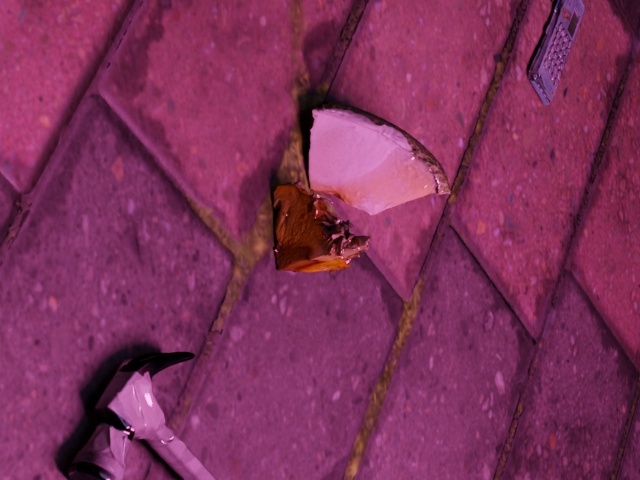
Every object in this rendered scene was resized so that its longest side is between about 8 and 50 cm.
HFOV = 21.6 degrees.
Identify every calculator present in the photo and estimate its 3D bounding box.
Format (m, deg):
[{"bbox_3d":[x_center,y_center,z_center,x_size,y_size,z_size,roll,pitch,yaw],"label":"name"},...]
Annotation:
[{"bbox_3d":[0.290,-0.245,2.053,0.057,0.018,0.172,55,45,-37],"label":"calculator"}]

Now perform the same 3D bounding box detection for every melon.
[{"bbox_3d":[0.072,-0.067,1.668,0.202,0.139,0.093,19,95,-54],"label":"melon"}]

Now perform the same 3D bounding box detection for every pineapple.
[{"bbox_3d":[0.000,0.000,1.576,0.077,0.114,0.114,-40,116,-26],"label":"pineapple"}]

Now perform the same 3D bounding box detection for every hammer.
[{"bbox_3d":[-0.074,0.261,1.497,0.427,0.044,0.152,55,46,-37],"label":"hammer"}]
